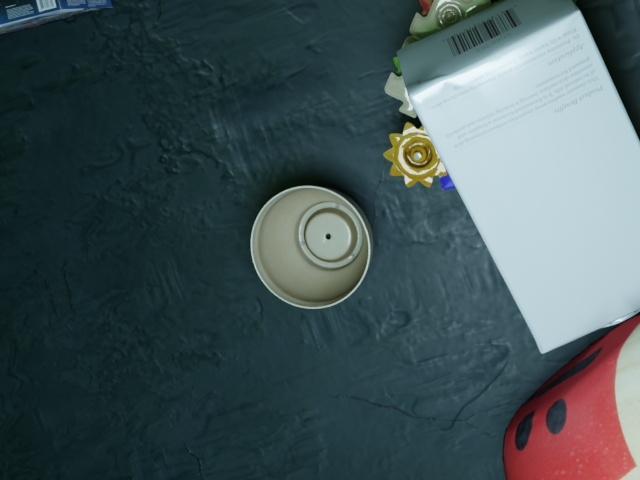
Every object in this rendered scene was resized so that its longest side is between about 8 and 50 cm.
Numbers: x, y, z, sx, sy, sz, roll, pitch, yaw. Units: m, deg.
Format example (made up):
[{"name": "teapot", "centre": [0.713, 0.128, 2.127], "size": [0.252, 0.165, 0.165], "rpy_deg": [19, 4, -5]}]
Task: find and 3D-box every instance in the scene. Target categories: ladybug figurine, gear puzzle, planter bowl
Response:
[{"name": "ladybug figurine", "centre": [0.351, 0.213, 1.516], "size": [0.162, 0.305, 0.449], "rpy_deg": [45, 143, 4]}, {"name": "gear puzzle", "centre": [0.181, -0.216, 1.583], "size": [0.176, 0.044, 0.338], "rpy_deg": [24, 106, 2]}, {"name": "planter bowl", "centre": [0.000, 0.000, 1.711], "size": [0.162, 0.109, 0.162], "rpy_deg": [3, 101, 15]}]

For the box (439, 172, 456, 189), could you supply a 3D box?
[{"name": "box", "centre": [0.209, -0.143, 1.645], "size": [0.126, 0.072, 0.137], "rpy_deg": [-10, 97, 18]}]

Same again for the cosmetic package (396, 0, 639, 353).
[{"name": "cosmetic package", "centre": [0.270, -0.083, 1.516], "size": [0.217, 0.156, 0.385], "rpy_deg": [-24, 116, 10]}]

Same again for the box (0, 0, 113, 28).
[{"name": "box", "centre": [-0.423, -0.311, 1.753], "size": [0.233, 0.159, 0.044], "rpy_deg": [-10, 99, 17]}]
